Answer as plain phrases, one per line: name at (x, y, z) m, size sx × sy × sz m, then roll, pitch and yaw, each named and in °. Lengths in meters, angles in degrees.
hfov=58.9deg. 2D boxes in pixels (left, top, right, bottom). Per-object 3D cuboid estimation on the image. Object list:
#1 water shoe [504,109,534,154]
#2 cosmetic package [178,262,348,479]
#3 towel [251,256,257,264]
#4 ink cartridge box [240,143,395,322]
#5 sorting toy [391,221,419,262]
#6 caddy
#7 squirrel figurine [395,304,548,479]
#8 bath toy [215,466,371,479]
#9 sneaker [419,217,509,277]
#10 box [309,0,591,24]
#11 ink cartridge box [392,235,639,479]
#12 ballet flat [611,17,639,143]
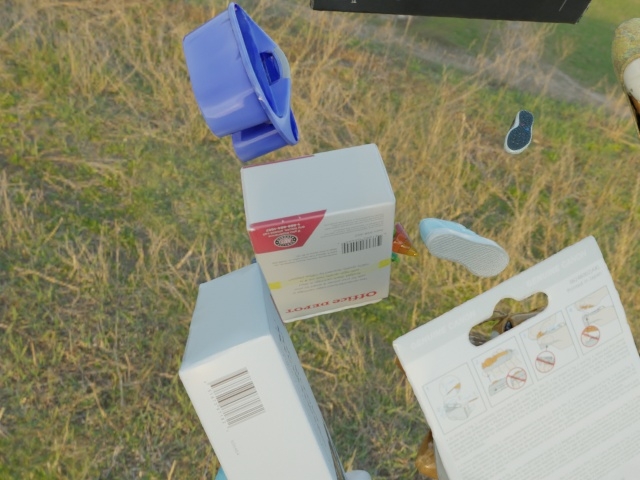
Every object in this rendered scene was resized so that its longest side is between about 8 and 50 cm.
water shoe at (0.617, -0.321, 1.774) m, size 0.072 × 0.080 × 0.203 m, roll 28°, pitch 56°, yaw 9°
cosmetic package at (-0.038, 0.239, 0.664) m, size 0.097 × 0.378 × 0.284 m, roll -22°, pitch 14°, yaw -6°
towel at (-0.146, 0.075, 1.698) m, size 0.119 × 0.067 × 0.029 m, roll -1°, pitch 58°, yaw 37°
ink cartridge box at (0.000, 0.000, 1.215) m, size 0.279 × 0.385 × 0.161 m, roll -11°, pitch 56°, yaw -4°
sorting toy at (0.258, 0.028, 1.898) m, size 0.126 × 0.127 × 0.365 m, roll 35°, pitch 15°, yaw 12°
caddy at (-0.148, -0.338, 1.202) m, size 0.179 × 0.241 × 0.342 m, roll -23°, pitch 64°, yaw 11°
squirrel figurine at (0.397, 0.281, 1.091) m, size 0.396 × 0.370 × 0.281 m, roll 25°, pitch 34°, yaw -15°
bath toy at (-0.013, 0.446, 0.959) m, size 0.348 × 0.152 × 0.129 m, roll 32°, pitch -7°, yaw -37°
sneaker at (0.481, 0.005, 1.896) m, size 0.365 × 0.135 × 0.150 m, roll 23°, pitch 29°, yaw -31°
box at (0.189, -0.459, 0.706) m, size 0.394 × 0.293 × 0.212 m, roll 2°, pitch 70°, yaw -4°
ink cartridge box at (0.287, 0.225, 0.775) m, size 0.308 × 0.385 × 0.091 m, roll -26°, pitch 11°, yaw -8°
ballet flat at (0.692, -0.282, 1.166) m, size 0.123 × 0.349 × 0.123 m, roll -26°, pitch 23°, yaw 12°
